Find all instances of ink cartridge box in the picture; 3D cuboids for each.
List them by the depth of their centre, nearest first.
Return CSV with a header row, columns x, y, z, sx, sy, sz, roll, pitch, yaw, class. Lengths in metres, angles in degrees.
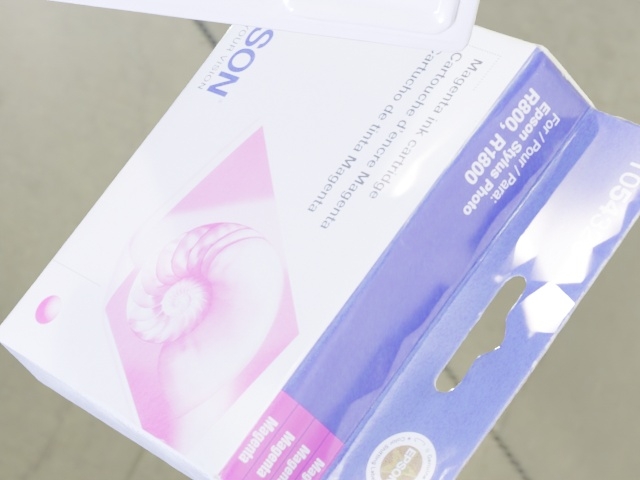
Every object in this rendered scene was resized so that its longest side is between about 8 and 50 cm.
x,y,z,sx,sy,sz,roll,pitch,yaw,class
0.000,0.000,1.120,0.324,0.330,0.071,-54,135,-13,ink cartridge box

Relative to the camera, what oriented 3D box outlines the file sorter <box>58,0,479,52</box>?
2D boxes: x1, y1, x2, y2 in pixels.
x,y,z,sx,sy,sz,roll,pitch,yaw,class
-0.039,-0.212,0.397,0.173,0.192,0.278,-87,-174,-52,file sorter
